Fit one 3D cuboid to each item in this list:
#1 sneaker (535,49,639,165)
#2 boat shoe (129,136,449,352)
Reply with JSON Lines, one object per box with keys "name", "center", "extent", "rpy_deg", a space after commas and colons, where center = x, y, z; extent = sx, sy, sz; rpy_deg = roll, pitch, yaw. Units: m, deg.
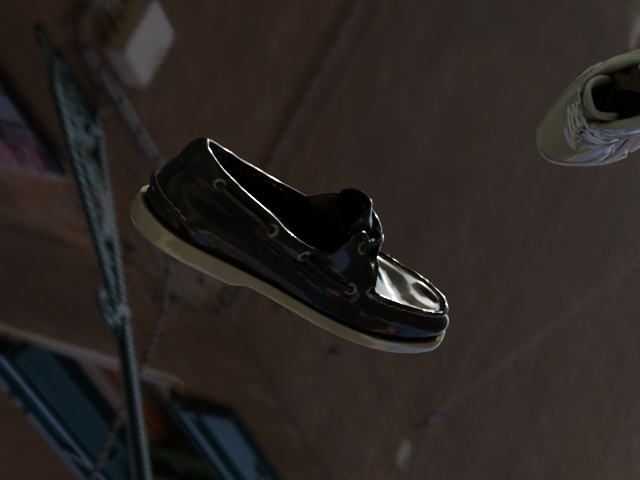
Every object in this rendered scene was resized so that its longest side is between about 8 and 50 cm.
{"name": "sneaker", "center": [0.274, -0.133, 1.581], "extent": [0.121, 0.262, 0.099], "rpy_deg": [-11, -100, -33]}
{"name": "boat shoe", "center": [-0.001, -0.002, 1.499], "extent": [0.113, 0.340, 0.127], "rpy_deg": [-55, -155, 20]}
